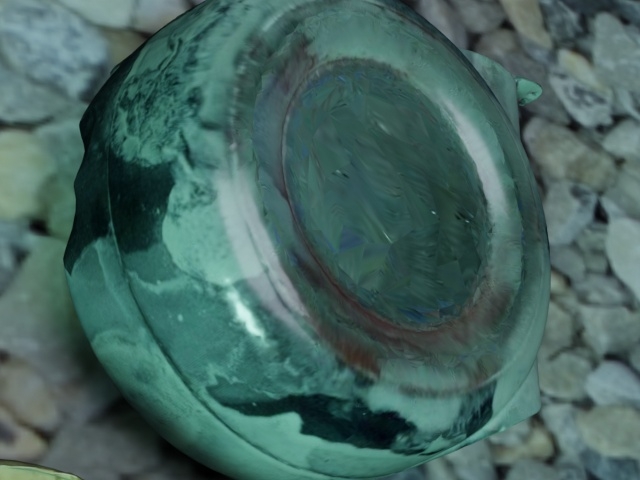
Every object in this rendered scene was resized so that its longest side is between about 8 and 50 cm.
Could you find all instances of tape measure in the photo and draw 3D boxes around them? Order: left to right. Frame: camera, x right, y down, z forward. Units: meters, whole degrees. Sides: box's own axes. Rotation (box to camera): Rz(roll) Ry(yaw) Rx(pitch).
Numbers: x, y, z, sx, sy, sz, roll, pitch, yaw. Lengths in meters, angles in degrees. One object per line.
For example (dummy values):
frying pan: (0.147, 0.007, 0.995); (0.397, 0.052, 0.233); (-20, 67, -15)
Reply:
tape measure: (0.000, 0.000, 0.915); (0.275, 0.147, 0.256); (18, 59, -36)

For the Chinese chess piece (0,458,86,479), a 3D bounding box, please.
Chinese chess piece: (-0.138, 0.210, 0.719); (0.249, 0.103, 0.250); (18, 58, -31)
